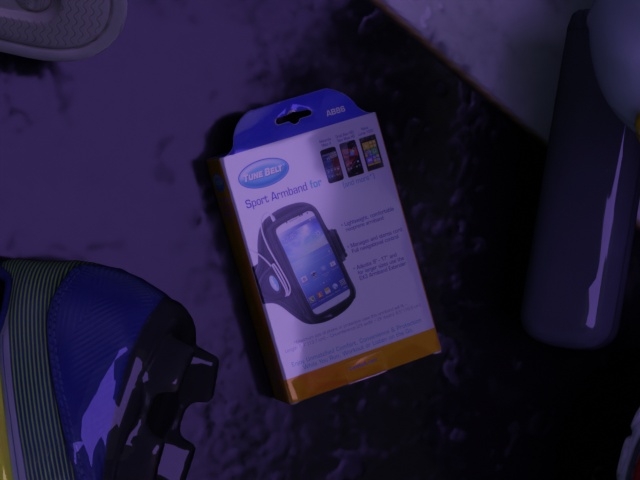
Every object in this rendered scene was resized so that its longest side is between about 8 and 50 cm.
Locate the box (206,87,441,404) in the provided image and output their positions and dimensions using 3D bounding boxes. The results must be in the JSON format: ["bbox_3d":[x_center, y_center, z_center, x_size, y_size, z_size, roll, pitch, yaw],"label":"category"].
[{"bbox_3d":[0.000,0.000,0.816,0.081,0.028,0.136,-17,95,-19],"label":"box"}]

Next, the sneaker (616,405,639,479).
[{"bbox_3d":[0.267,0.080,0.756,0.279,0.118,0.107,-17,114,0],"label":"sneaker"}]

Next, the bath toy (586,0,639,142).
[{"bbox_3d":[0.227,-0.060,0.778,0.348,0.151,0.129,23,52,-46],"label":"bath toy"}]

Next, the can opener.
[{"bbox_3d":[0.156,-0.082,0.836,0.093,0.074,0.280,14,89,17],"label":"can opener"}]

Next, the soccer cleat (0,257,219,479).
[{"bbox_3d":[-0.144,0.144,0.742,0.121,0.093,0.289,20,82,15],"label":"soccer cleat"}]

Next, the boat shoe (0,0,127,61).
[{"bbox_3d":[-0.191,-0.145,0.729,0.233,0.084,0.079,16,47,-13],"label":"boat shoe"}]
